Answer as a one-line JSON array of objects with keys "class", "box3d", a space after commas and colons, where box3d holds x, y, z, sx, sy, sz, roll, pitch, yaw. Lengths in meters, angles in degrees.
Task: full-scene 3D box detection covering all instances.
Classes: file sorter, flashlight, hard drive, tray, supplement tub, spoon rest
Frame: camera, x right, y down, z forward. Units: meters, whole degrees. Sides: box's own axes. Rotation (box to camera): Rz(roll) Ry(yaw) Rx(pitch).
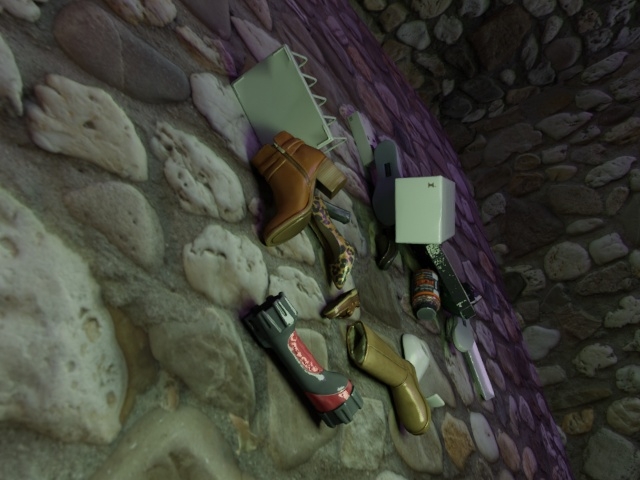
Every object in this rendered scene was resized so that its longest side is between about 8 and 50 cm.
[{"class": "file sorter", "box3d": [-0.078, -0.363, 1.292, 0.277, 0.193, 0.173, 63, 25, -1]}, {"class": "flashlight", "box3d": [-0.026, 0.247, 0.957, 0.304, 0.103, 0.103, 58, 29, -12]}, {"class": "hard drive", "box3d": [0.491, 0.147, 1.859, 0.338, 0.064, 0.237, 62, -3, -4]}, {"class": "tray", "box3d": [0.681, 0.555, 1.991, 0.145, 0.030, 0.270, 17, 53, -55]}, {"class": "supplement tub", "box3d": [0.396, 0.206, 1.714, 0.106, 0.106, 0.197, 49, 31, -26]}, {"class": "spoon rest", "box3d": [0.310, 0.408, 1.447, 0.137, 0.084, 0.276, 50, 17, -27]}]

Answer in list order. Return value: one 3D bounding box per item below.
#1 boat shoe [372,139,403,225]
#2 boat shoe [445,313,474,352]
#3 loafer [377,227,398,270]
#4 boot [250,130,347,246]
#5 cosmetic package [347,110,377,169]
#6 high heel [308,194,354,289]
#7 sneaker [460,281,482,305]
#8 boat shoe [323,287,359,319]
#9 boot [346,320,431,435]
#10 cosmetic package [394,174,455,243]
[{"class": "boat shoe", "box3d": [0.286, -0.212, 1.845, 0.156, 0.136, 0.366, 39, 44, -56]}, {"class": "boat shoe", "box3d": [0.556, 0.376, 1.867, 0.096, 0.088, 0.267, 33, 28, -7]}, {"class": "loafer", "box3d": [0.233, 0.027, 1.637, 0.078, 0.080, 0.220, 27, 34, 0]}, {"class": "boot", "box3d": [-0.097, -0.139, 1.138, 0.220, 0.283, 0.109, 40, -15, 11]}, {"class": "cosmetic package", "box3d": [0.194, -0.426, 1.948, 0.099, 0.060, 0.239, 11, 58, -58]}, {"class": "high heel", "box3d": [0.000, 0.000, 1.263, 0.186, 0.093, 0.261, 20, 56, -30]}, {"class": "sneaker", "box3d": [0.681, 0.268, 2.187, 0.124, 0.107, 0.283, 55, 21, 15]}, {"class": "boat shoe", "box3d": [0.065, 0.177, 1.214, 0.060, 0.064, 0.178, 63, 25, 2]}, {"class": "boot", "box3d": [0.178, 0.373, 1.228, 0.269, 0.089, 0.236, 43, 22, -36]}, {"class": "cosmetic package", "box3d": [0.406, -0.116, 1.724, 0.453, 0.162, 0.230, -9, 100, -68]}]
